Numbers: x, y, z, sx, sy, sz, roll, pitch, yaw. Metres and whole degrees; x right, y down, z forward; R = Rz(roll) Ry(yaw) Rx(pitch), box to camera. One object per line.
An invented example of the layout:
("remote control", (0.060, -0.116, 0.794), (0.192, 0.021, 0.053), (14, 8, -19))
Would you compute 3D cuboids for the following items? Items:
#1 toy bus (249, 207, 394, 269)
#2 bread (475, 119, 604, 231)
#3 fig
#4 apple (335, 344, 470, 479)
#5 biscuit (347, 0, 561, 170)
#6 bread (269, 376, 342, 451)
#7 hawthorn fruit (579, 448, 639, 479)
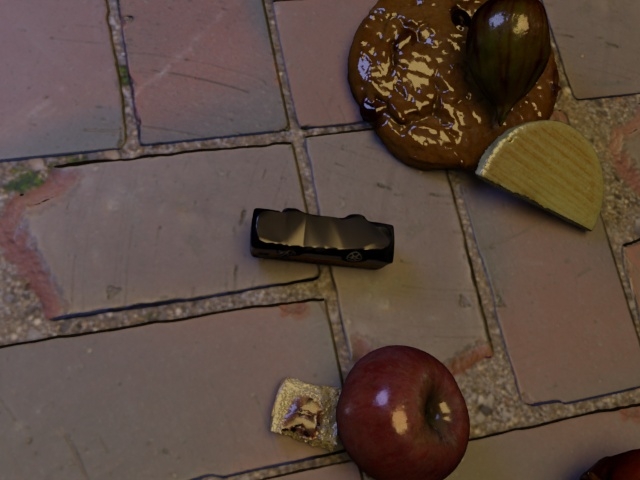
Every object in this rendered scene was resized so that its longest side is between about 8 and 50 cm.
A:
("toy bus", (0.000, 0.000, 0.909), (0.171, 0.072, 0.058), (6, 73, -12))
("bread", (0.293, -0.097, 0.989), (0.192, 0.036, 0.112), (22, 92, -21))
("fig", (0.226, -0.217, 0.936), (0.103, 0.109, 0.155), (6, 94, 25))
("apple", (0.086, 0.191, 0.835), (0.153, 0.120, 0.154), (20, 59, -37))
("biscuit", (0.181, -0.227, 1.017), (0.295, 0.075, 0.296), (3, 72, -11))
("bread", (-0.013, 0.193, 0.867), (0.083, 0.035, 0.070), (18, 69, -3))
("hawthorn fruit", (0.372, 0.310, 0.840), (0.202, 0.185, 0.185), (35, 69, 4))
